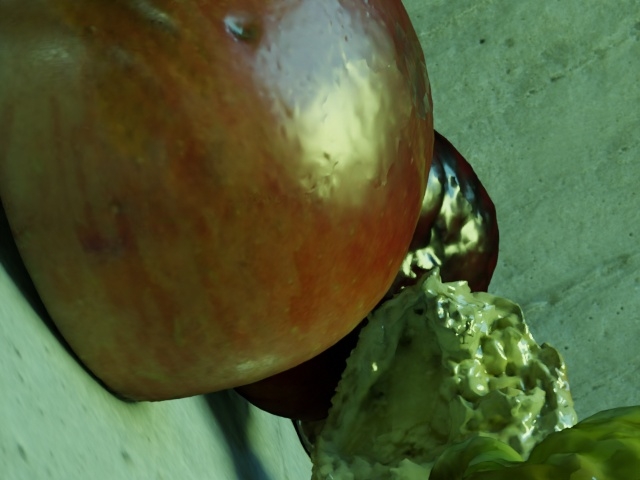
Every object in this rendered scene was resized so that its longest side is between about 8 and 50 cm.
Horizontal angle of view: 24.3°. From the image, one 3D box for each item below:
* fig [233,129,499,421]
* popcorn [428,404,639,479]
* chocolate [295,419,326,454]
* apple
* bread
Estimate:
[{"bbox_3d":[0.007,0.007,1.036,0.224,0.224,0.263,61,2,-6],"label":"fig"},{"bbox_3d":[0.100,0.185,0.536,0.247,0.282,0.282,47,6,-8],"label":"popcorn"},{"bbox_3d":[0.060,0.198,1.360,0.321,0.112,0.112,60,14,-48],"label":"chocolate"},{"bbox_3d":[-0.032,-0.072,0.762,0.293,0.163,0.251,-84,156,-45],"label":"apple"},{"bbox_3d":[0.077,0.191,0.906,0.192,0.171,0.314,100,-14,-62],"label":"bread"}]
